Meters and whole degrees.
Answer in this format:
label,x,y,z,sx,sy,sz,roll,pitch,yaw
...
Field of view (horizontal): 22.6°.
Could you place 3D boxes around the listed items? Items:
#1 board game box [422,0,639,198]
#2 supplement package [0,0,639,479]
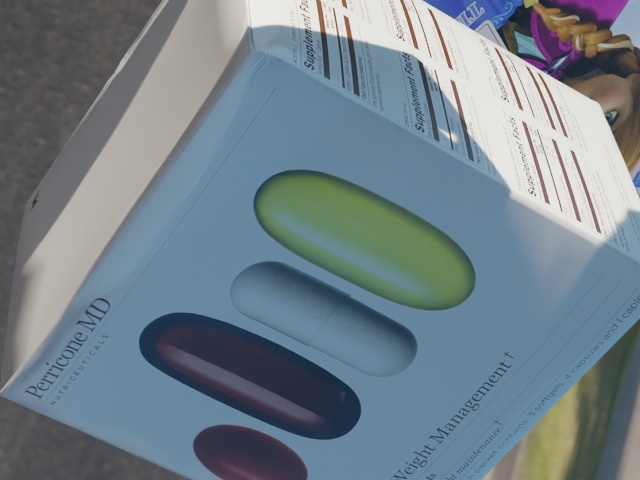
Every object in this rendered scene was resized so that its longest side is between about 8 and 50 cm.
label,x,y,z,sx,sy,sz,roll,pitch,yaw
board game box,0.110,-0.073,0.992,0.319,0.066,0.318,-43,139,-2
supplement package,0.000,0.000,0.697,0.194,0.203,0.149,-52,-156,26
